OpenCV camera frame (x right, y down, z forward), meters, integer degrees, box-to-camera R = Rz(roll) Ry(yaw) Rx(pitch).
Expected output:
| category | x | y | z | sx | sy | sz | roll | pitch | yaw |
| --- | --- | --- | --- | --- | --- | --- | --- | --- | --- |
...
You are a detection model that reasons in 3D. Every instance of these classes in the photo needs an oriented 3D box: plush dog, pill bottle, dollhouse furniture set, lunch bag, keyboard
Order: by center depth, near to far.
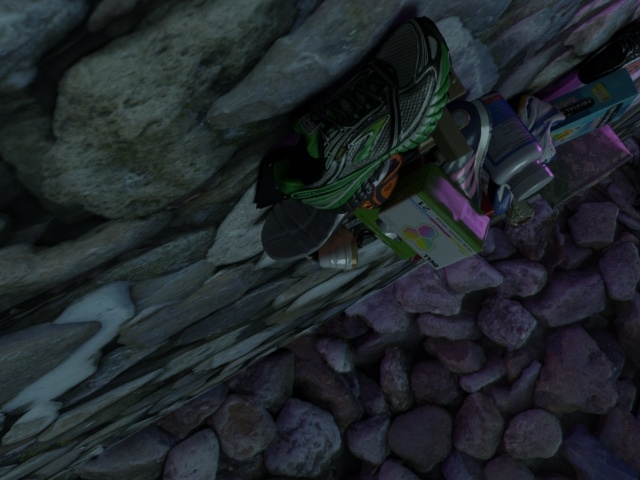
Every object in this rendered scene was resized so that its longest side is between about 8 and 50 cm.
| category | x | y | z | sx | sy | sz | roll | pitch | yaw |
| --- | --- | --- | --- | --- | --- | --- | --- | --- | --- |
| dollhouse furniture set | 0.208 | -0.208 | 0.998 | 0.123 | 0.144 | 0.151 | -32 | -178 | -5 |
| keyboard | -0.057 | -0.112 | 1.084 | 0.108 | 0.023 | 0.180 | -21 | 165 | -17 |
| pill bottle | 0.401 | -0.199 | 1.375 | 0.124 | 0.221 | 0.124 | -31 | 167 | -8 |
| lunch bag | 0.752 | -0.255 | 1.950 | 0.287 | 0.235 | 0.169 | -32 | 170 | -4 |
| plush dog | 0.537 | -0.146 | 2.077 | 0.263 | 0.210 | 0.225 | 2 | 171 | -17 |

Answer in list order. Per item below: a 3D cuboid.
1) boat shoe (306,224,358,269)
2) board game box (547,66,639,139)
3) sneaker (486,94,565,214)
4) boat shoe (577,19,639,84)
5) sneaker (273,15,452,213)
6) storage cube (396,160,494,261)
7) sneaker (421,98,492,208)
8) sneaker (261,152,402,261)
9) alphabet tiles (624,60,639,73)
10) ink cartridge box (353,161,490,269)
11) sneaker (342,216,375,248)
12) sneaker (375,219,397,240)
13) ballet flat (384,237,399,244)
| category | x | y | z | sx | sy | sz | roll | pitch | yaw |
| --- | --- | --- | --- | --- | --- | --- | --- | --- | --- |
| boat shoe | 0.000 | 0.000 | 1.354 | 0.096 | 0.098 | 0.277 | -7 | -169 | -11 |
| board game box | 0.624 | -0.307 | 1.659 | 0.336 | 0.079 | 0.254 | -23 | 171 | 13 |
| sneaker | 0.486 | -0.192 | 1.490 | 0.112 | 0.131 | 0.296 | 116 | -6 | -88 |
| boat shoe | 0.716 | -0.456 | 1.510 | 0.229 | 0.080 | 0.076 | -32 | 171 | 31 |
| sneaker | 0.055 | -0.167 | 0.906 | 0.146 | 0.134 | 0.343 | 6 | 135 | -38 |
| storage cube | 0.275 | -0.083 | 1.546 | 0.193 | 0.214 | 0.183 | -25 | 167 | -6 |
| sneaker | 0.265 | -0.139 | 1.330 | 0.131 | 0.112 | 0.318 | -11 | 122 | -15 |
| sneaker | 0.039 | -0.068 | 1.237 | 0.321 | 0.124 | 0.180 | -37 | 165 | 21 |
| alphabet tiles | 0.922 | -0.522 | 1.874 | 0.198 | 0.009 | 0.237 | -30 | 167 | -10 |
| ink cartridge box | 0.196 | -0.025 | 1.341 | 0.255 | 0.189 | 0.097 | -30 | -155 | 45 |
| sneaker | 0.073 | -0.002 | 1.659 | 0.170 | 0.074 | 0.063 | -33 | 167 | 3 |
| sneaker | 0.260 | -0.082 | 1.768 | 0.263 | 0.099 | 0.121 | -24 | 160 | -37 |
| ballet flat | 0.207 | -0.027 | 1.937 | 0.068 | 0.072 | 0.213 | -61 | 166 | 0 |
